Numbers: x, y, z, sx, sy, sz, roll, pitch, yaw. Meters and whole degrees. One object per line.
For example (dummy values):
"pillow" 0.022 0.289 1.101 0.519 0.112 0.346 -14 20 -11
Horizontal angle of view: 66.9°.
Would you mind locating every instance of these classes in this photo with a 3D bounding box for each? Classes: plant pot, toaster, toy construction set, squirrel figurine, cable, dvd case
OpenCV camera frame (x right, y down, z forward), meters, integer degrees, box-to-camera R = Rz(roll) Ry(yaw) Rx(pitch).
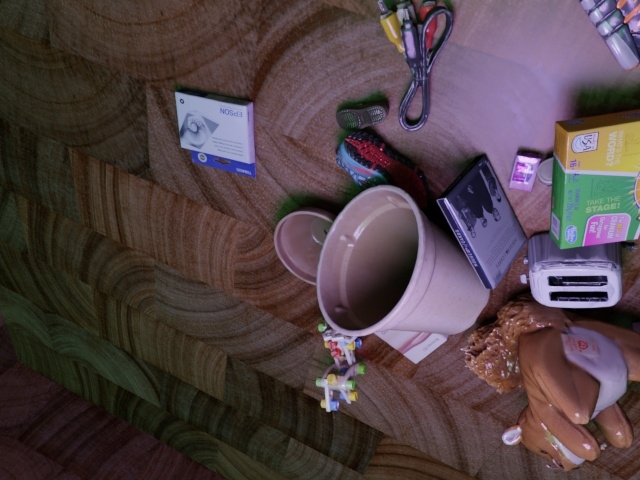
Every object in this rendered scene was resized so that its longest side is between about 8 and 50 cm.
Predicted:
"plant pot" 0.211 0.079 1.114 0.305 0.334 0.334 20 140 -32
"plant pot" 0.000 0.000 1.325 0.237 0.110 0.237 13 126 18
"toaster" 0.558 0.063 1.051 0.227 0.146 0.129 -2 122 29
"toy construction set" 0.053 0.335 1.460 0.151 0.215 0.328 11 126 20
"squirrel figurine" 0.541 0.339 1.159 0.397 0.281 0.370 51 153 43
"cable" 0.210 -0.373 1.011 0.139 0.072 0.287 -8 132 13
"dvd case" 0.361 -0.041 1.063 0.029 0.179 0.239 -8 120 54

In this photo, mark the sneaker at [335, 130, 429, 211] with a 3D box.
"sneaker" 0.148 -0.156 1.167 0.262 0.104 0.125 39 160 -11

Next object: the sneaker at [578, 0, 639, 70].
"sneaker" 0.493 -0.446 0.764 0.321 0.125 0.180 43 128 -19

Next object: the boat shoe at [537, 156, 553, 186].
"boat shoe" 0.550 -0.151 0.978 0.206 0.065 0.075 -10 73 24

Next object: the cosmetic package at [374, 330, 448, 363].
"cosmetic package" 0.199 0.181 1.333 0.296 0.129 0.153 35 130 1

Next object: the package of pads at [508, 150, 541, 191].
"package of pads" 0.439 -0.148 1.042 0.050 0.032 0.083 13 127 18

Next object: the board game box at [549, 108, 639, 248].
"board game box" 0.598 -0.121 0.887 0.316 0.064 0.242 -9 120 8

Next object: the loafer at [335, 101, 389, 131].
"loafer" 0.100 -0.287 1.115 0.148 0.050 0.056 7 123 43

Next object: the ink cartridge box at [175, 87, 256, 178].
"ink cartridge box" -0.283 -0.283 1.318 0.223 0.045 0.224 15 128 18

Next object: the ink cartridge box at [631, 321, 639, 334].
"ink cartridge box" 0.778 0.288 1.121 0.061 0.104 0.181 -14 115 35
